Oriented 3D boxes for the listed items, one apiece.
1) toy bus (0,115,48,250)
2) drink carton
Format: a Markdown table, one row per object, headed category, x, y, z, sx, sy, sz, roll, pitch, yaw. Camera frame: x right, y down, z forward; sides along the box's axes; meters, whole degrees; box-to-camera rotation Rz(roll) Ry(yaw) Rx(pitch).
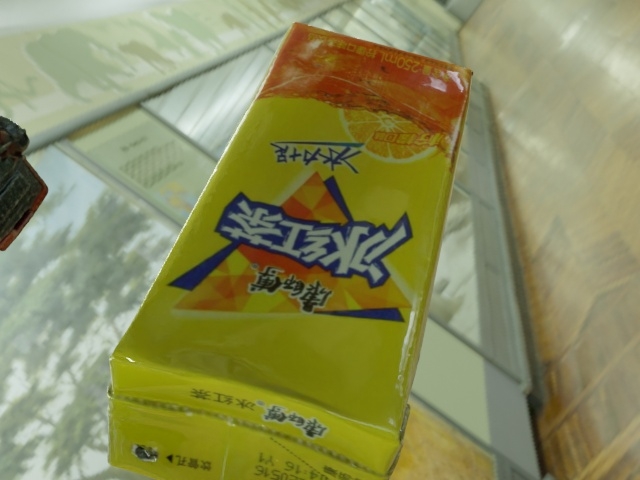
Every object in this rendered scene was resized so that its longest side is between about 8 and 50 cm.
| category | x | y | z | sx | sy | sz | roll | pitch | yaw |
| --- | --- | --- | --- | --- | --- | --- | --- | --- | --- |
| toy bus | -0.231 | -0.075 | 0.512 | 0.065 | 0.077 | 0.192 | -61 | -31 | -29 |
| drink carton | 0.000 | 0.000 | 0.597 | 0.351 | 0.154 | 0.111 | -70 | -5 | -48 |
